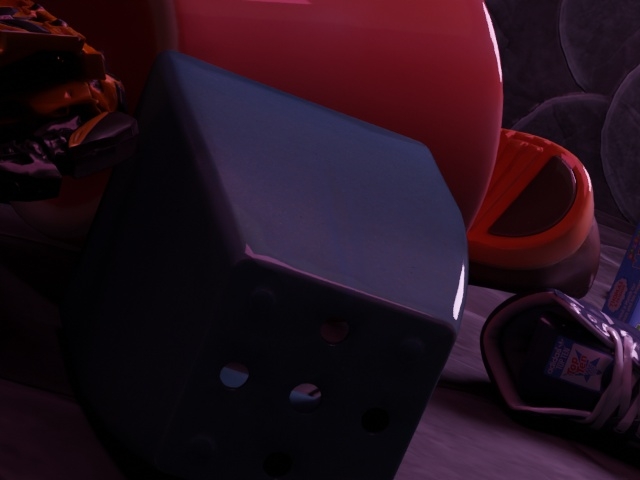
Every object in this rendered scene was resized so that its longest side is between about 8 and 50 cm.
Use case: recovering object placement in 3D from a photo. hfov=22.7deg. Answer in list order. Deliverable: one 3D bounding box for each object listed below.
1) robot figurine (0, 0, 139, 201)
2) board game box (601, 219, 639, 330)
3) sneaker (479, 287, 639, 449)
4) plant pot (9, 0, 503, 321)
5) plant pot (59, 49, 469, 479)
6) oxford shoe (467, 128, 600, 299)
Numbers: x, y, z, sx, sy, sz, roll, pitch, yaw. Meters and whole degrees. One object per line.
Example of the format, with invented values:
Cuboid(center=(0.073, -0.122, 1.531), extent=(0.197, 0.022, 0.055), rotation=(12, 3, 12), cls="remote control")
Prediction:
Cuboid(center=(-0.236, -0.065, 0.797), extent=(0.291, 0.085, 0.211), rotation=(-12, 23, -24), cls="robot figurine")
Cuboid(center=(0.349, 0.027, 1.525), extent=(0.160, 0.212, 0.039), rotation=(13, 11, -45), cls="board game box")
Cuboid(center=(0.239, 0.109, 1.115), extent=(0.282, 0.099, 0.153), rotation=(20, 1, 41), cls="sneaker")
Cuboid(center=(-0.060, -0.088, 1.015), extent=(0.243, 0.275, 0.275), rotation=(5, 18, -45), cls="plant pot")
Cuboid(center=(-0.025, 0.030, 0.783), extent=(0.165, 0.165, 0.234), rotation=(19, 14, -14), cls="plant pot")
Cuboid(center=(0.046, -0.034, 1.236), extent=(0.363, 0.130, 0.133), rotation=(23, -22, 31), cls="oxford shoe")
